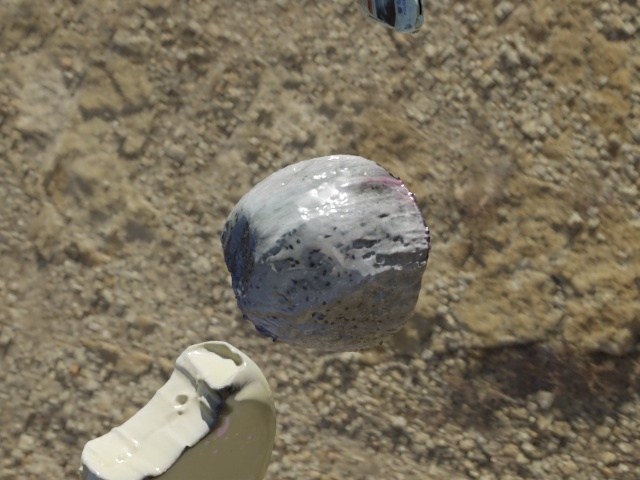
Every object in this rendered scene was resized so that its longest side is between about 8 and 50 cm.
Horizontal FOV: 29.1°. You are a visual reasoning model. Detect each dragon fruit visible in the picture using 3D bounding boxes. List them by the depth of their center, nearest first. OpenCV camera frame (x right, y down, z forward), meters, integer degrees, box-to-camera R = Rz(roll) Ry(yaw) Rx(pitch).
[{"bbox_3d":[0.000,0.000,1.723,0.204,0.221,0.283,-53,49,44],"label":"dragon fruit"}]

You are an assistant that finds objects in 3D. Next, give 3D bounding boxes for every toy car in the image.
[{"bbox_3d":[0.095,-0.358,1.800,0.056,0.095,0.205,-16,25,-13],"label":"toy car"}]

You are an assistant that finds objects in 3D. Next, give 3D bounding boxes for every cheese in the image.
[{"bbox_3d":[-0.101,0.202,0.963,0.163,0.249,0.070,-30,44,-28],"label":"cheese"}]
